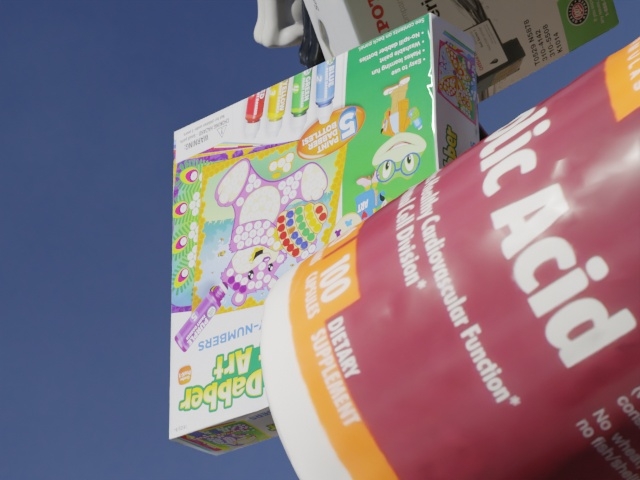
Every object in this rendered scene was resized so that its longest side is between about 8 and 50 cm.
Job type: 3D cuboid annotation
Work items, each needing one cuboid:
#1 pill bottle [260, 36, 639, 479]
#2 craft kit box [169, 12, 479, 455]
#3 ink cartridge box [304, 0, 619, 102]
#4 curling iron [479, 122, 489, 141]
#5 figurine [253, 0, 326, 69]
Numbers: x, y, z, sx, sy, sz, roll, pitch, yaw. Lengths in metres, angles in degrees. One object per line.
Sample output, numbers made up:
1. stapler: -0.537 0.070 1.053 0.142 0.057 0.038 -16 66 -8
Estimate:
1. pill bottle: 0.182 0.015 0.933 0.392 0.224 0.224 -34 -21 22
2. craft kit box: 0.000 0.000 1.285 0.250 0.246 0.061 -22 -30 36
3. ink cartridge box: 0.108 -0.197 1.489 0.219 0.092 0.160 -30 -55 -11
4. curling iron: 0.144 -0.142 1.903 0.068 0.274 0.035 -54 18 -14
5. figurine: -0.007 -0.279 1.730 0.092 0.215 0.209 -12 -71 -18
